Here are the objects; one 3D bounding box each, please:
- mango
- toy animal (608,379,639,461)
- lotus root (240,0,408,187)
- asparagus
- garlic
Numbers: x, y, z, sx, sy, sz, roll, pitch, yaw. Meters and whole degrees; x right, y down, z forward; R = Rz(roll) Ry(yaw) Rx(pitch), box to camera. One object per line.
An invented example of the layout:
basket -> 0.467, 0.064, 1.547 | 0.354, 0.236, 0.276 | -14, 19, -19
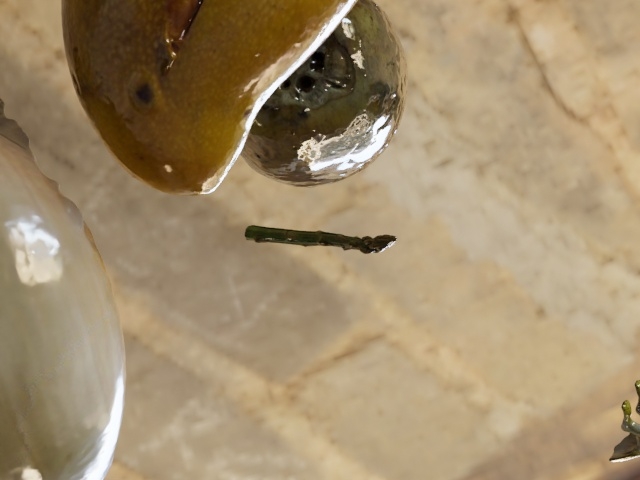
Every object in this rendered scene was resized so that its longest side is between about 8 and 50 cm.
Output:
mango -> -0.056, -0.176, 1.161 | 0.177, 0.295, 0.120 | 26, -9, -8
toy animal -> 0.305, 0.169, 1.713 | 0.219, 0.095, 0.155 | -44, -26, -33
lotus root -> -0.004, -0.122, 1.623 | 0.160, 0.152, 0.275 | -14, 1, 3
asparagus -> 0.000, 0.000, 1.364 | 0.016, 0.162, 0.016 | 34, -107, -36
garlic -> -0.257, 0.067, 1.246 | 0.286, 0.249, 0.313 | -4, -73, 4
